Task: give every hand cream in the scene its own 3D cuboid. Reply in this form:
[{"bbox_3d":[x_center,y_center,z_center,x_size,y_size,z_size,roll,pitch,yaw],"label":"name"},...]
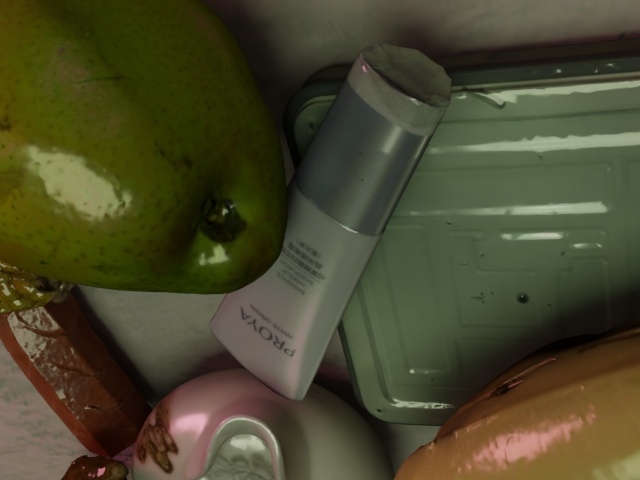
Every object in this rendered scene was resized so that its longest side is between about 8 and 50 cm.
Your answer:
[{"bbox_3d":[0.000,0.000,0.559,0.079,0.048,0.255,40,130,14],"label":"hand cream"}]

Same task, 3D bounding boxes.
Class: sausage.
[{"bbox_3d":[-0.195,0.087,0.730,0.065,0.065,0.169,-17,117,27],"label":"sausage"}]

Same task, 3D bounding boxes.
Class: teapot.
[{"bbox_3d":[-0.045,0.201,0.717,0.204,0.139,0.298,8,125,9],"label":"teapot"}]

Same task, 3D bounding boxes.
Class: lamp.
[{"bbox_3d":[0.129,0.012,0.584,0.267,0.047,0.269,-1,124,21],"label":"lamp"}]

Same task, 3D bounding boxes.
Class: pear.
[{"bbox_3d":[-0.114,-0.056,0.518,0.219,0.187,0.187,48,130,19],"label":"pear"}]

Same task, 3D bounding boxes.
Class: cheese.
[{"bbox_3d":[0.191,0.151,0.554,0.316,0.128,0.259,-9,123,27],"label":"cheese"}]

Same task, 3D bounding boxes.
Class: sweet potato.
[{"bbox_3d":[-0.188,0.214,0.784,0.067,0.067,0.274,29,152,-3],"label":"sweet potato"}]

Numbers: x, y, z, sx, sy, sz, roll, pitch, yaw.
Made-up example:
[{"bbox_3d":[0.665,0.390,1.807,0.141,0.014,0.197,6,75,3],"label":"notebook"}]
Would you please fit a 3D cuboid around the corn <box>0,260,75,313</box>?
[{"bbox_3d":[-0.289,-0.004,0.664,0.322,0.119,0.119,-4,122,21],"label":"corn"}]
